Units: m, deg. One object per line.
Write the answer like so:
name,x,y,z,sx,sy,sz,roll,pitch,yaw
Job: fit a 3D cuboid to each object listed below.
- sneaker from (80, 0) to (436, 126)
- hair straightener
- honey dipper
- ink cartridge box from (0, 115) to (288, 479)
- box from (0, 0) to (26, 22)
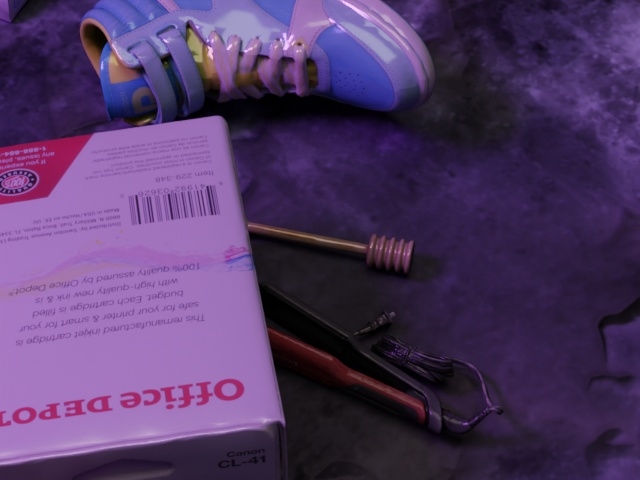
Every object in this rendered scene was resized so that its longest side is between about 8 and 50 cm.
sneaker,-0.073,-0.150,1.355,0.319,0.127,0.208,25,53,25
hair straightener,0.045,0.086,1.229,0.230,0.047,0.089,21,54,18
honey dipper,0.000,0.000,1.307,0.160,0.030,0.030,11,53,8
ink cartridge box,-0.156,0.065,1.136,0.226,0.131,0.306,-7,49,-5
box,-0.321,-0.308,1.503,0.145,0.038,0.186,22,56,12
